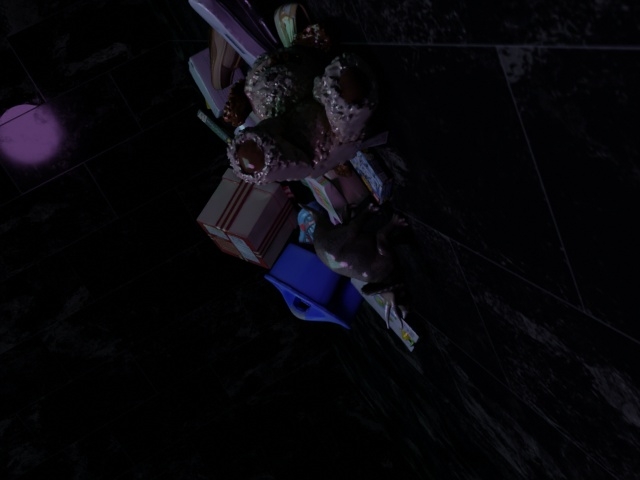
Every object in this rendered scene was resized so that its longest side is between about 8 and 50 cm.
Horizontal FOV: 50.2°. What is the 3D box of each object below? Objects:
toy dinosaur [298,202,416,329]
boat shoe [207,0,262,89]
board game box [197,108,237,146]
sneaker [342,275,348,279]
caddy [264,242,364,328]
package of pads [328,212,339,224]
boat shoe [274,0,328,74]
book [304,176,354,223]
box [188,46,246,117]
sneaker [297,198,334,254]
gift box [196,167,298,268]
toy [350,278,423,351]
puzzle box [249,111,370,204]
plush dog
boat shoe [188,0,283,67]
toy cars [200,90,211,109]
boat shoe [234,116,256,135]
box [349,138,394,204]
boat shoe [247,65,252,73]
[{"bbox_3d":[0.068,0.013,1.297,0.313,0.160,0.121,34,161,12],"label":"toy dinosaur"},{"bbox_3d":[-0.184,-0.435,1.509,0.342,0.123,0.123,118,147,-70],"label":"boat shoe"},{"bbox_3d":[-0.262,-0.335,2.174,0.260,0.030,0.136,44,-150,22],"label":"board game box"},{"bbox_3d":[0.014,0.091,2.231,0.282,0.102,0.161,45,160,60],"label":"sneaker"},{"bbox_3d":[-0.020,0.149,2.010,0.241,0.179,0.341,36,173,-32],"label":"caddy"},{"bbox_3d":[0.042,-0.077,1.645,0.032,0.050,0.083,54,170,35],"label":"package of pads"},{"bbox_3d":[-0.019,-0.314,1.173,0.072,0.068,0.190,15,138,56],"label":"boat shoe"},{"bbox_3d":[0.009,-0.103,1.439,0.096,0.035,0.144,57,173,-30],"label":"book"},{"bbox_3d":[-0.306,-0.485,2.075,0.182,0.119,0.181,61,172,-9],"label":"box"},{"bbox_3d":[0.000,0.000,1.983,0.125,0.104,0.262,53,170,29],"label":"sneaker"},{"bbox_3d":[-0.229,-0.094,2.308,0.255,0.258,0.276,20,157,23],"label":"gift box"},{"bbox_3d":[0.168,0.155,1.681,0.237,0.056,0.137,52,166,19],"label":"toy"},{"bbox_3d":[-0.050,-0.218,1.539,0.272,0.052,0.409,51,175,-20],"label":"puzzle box"},{"bbox_3d":[-0.033,-0.218,1.106,0.225,0.262,0.210,61,-166,21],"label":"plush dog"},{"bbox_3d":[-0.118,-0.401,1.333,0.301,0.102,0.108,40,177,-35],"label":"boat shoe"},{"bbox_3d":[-0.287,-0.405,2.343,0.393,0.087,0.176,55,145,13],"label":"toy cars"},{"bbox_3d":[-0.155,-0.288,1.953,0.119,0.121,0.335,52,-178,3],"label":"boat shoe"},{"bbox_3d":[0.085,-0.142,1.252,0.137,0.027,0.094,58,170,18],"label":"box"},{"bbox_3d":[-0.146,-0.413,1.635,0.040,0.049,0.142,23,-172,-16],"label":"boat shoe"}]
